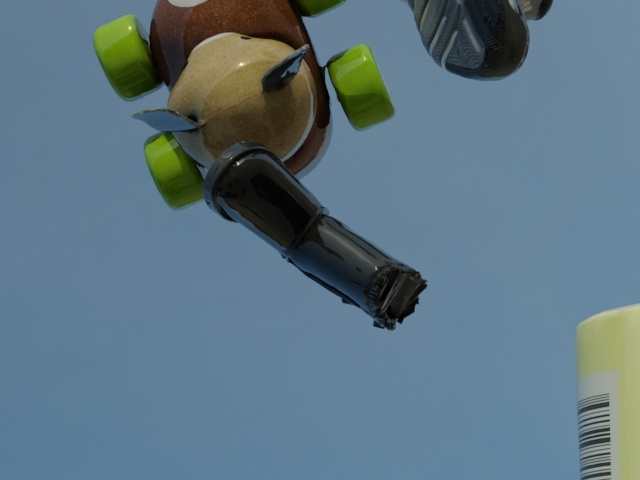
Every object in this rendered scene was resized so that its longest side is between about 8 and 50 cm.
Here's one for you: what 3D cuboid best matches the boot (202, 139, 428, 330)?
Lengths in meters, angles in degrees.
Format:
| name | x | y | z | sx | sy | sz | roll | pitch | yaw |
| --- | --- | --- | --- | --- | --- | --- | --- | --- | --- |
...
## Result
| name | x | y | z | sx | sy | sz | roll | pitch | yaw |
| --- | --- | --- | --- | --- | --- | --- | --- | --- | --- |
| boot | 0.000 | 0.000 | 0.938 | 0.045 | 0.099 | 0.121 | -52 | -27 | -3 |

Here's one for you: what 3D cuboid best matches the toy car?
| name | x | y | z | sx | sy | sz | roll | pitch | yaw |
| --- | --- | --- | --- | --- | --- | --- | --- | --- | --- |
| toy car | -0.052 | -0.096 | 1.035 | 0.155 | 0.149 | 0.188 | -24 | 4 | 7 |

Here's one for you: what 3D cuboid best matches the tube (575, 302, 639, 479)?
| name | x | y | z | sx | sy | sz | roll | pitch | yaw |
| --- | --- | --- | --- | --- | --- | --- | --- | --- | --- |
| tube | 0.095 | 0.137 | 0.434 | 0.070 | 0.062 | 0.240 | 10 | -105 | -30 |

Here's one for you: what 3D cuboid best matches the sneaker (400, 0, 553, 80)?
| name | x | y | z | sx | sy | sz | roll | pitch | yaw |
| --- | --- | --- | --- | --- | --- | --- | --- | --- | --- |
| sneaker | 0.126 | -0.175 | 1.268 | 0.132 | 0.228 | 0.086 | 11 | -63 | -30 |
